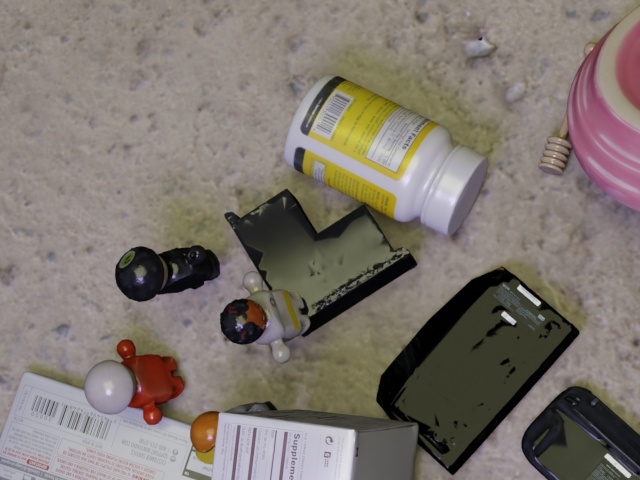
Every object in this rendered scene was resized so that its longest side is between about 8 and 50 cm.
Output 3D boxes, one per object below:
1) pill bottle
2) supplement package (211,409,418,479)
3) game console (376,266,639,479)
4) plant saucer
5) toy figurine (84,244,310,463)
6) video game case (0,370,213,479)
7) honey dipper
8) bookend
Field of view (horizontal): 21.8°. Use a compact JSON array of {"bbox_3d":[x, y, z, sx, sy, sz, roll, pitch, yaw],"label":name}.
[{"bbox_3d":[0.074,-0.094,1.872,0.208,0.119,0.119,28,84,14],"label":"pill bottle"},{"bbox_3d":[-0.006,0.283,1.714,0.145,0.262,0.204,5,87,18],"label":"supplement package"},{"bbox_3d":[0.248,0.210,1.819,0.361,0.044,0.213,42,89,16],"label":"game console"},{"bbox_3d":[0.423,-0.166,1.771,0.332,0.084,0.332,-11,47,12],"label":"plant saucer"},{"bbox_3d":[-0.135,0.120,1.809,0.209,0.148,0.213,25,103,26],"label":"toy figurine"},{"bbox_3d":[-0.234,0.337,1.877,0.329,0.036,0.300,17,82,12],"label":"video game case"},{"bbox_3d":[0.285,-0.153,1.896,0.030,0.030,0.161,17,79,13],"label":"honey dipper"},{"bbox_3d":[0.000,0.000,1.888,0.156,0.072,0.157,-33,75,2],"label":"bookend"}]
